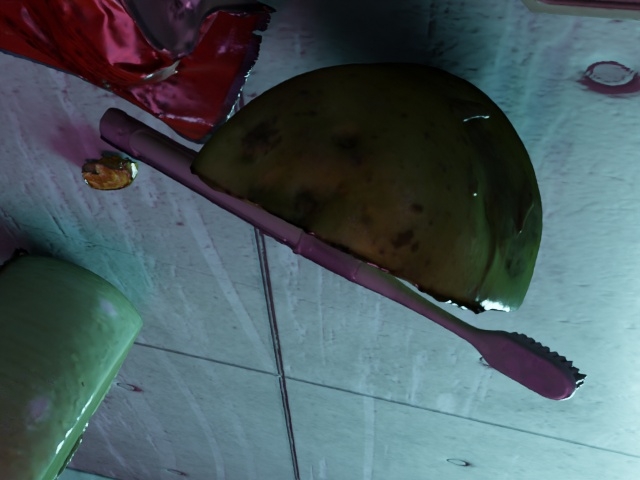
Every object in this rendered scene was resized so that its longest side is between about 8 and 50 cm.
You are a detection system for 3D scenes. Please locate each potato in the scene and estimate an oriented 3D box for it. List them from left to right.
[{"bbox_3d":[0.054,-0.041,0.701,0.160,0.111,0.271,27,-175,23],"label":"potato"}]

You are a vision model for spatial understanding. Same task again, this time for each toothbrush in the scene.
[{"bbox_3d":[0.000,0.000,0.741,0.354,0.024,0.029,29,-161,27],"label":"toothbrush"}]

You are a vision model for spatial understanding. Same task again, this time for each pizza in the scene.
[{"bbox_3d":[-0.162,-0.053,0.972,0.037,0.016,0.083,23,161,-25],"label":"pizza"}]

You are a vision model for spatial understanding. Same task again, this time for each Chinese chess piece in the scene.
[{"bbox_3d":[-0.308,0.179,1.189,0.146,0.349,0.349,31,157,-2],"label":"Chinese chess piece"}]

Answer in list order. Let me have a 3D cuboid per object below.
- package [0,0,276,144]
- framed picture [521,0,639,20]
[{"bbox_3d":[-0.125,-0.118,0.719,0.194,0.071,0.269,36,157,-14],"label":"package"},{"bbox_3d":[0.097,-0.160,0.487,0.189,0.023,0.260,15,166,45],"label":"framed picture"}]
